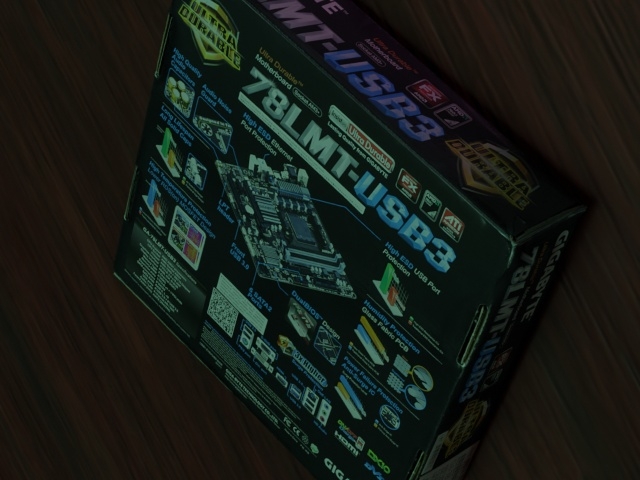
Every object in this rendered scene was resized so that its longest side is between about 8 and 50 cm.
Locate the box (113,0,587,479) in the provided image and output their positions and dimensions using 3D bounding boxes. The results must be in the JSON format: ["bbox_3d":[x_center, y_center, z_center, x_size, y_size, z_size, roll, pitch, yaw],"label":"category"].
[{"bbox_3d":[0.000,0.000,1.082,0.295,0.073,0.293,43,138,25],"label":"box"}]
